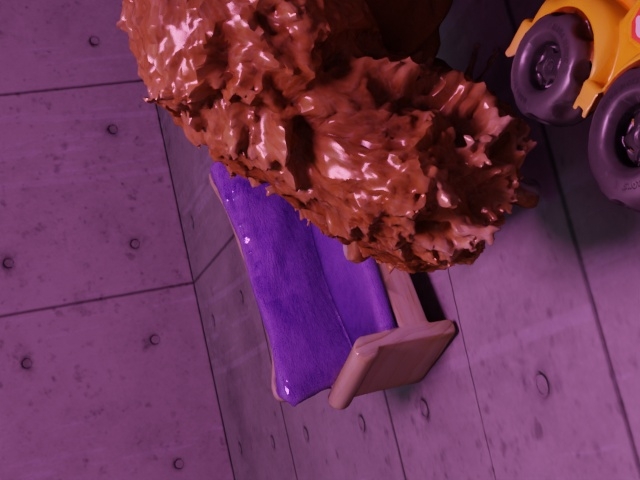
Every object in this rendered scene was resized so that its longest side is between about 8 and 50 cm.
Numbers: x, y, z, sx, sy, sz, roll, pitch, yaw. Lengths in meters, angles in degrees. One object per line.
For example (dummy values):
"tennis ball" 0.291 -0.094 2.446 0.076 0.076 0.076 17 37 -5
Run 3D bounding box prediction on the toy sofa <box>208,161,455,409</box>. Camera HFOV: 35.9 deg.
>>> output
"toy sofa" 0.000 0.000 1.141 0.150 0.177 0.362 112 144 -57

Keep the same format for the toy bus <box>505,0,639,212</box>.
"toy bus" 0.225 -0.126 0.530 0.220 0.149 0.211 -121 41 -51

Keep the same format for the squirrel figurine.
"squirrel figurine" 0.020 -0.115 0.765 0.397 0.281 0.370 -84 -29 -52
